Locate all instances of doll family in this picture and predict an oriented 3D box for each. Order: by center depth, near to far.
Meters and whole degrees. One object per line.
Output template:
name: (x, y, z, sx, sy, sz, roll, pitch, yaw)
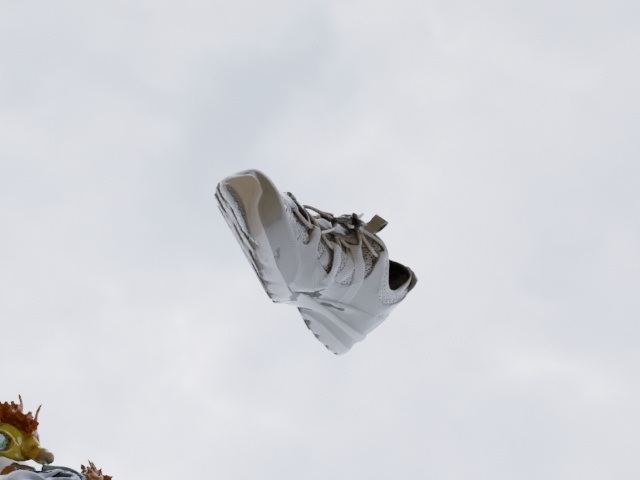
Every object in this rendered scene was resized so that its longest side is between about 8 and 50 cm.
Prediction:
doll family: (-0.282, 0.233, 1.310, 0.263, 0.163, 0.118, 28, -94, 19)

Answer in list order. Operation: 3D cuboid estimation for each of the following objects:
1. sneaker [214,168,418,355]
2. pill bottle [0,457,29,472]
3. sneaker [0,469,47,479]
sneaker: (0.000, 0.000, 1.153, 0.115, 0.281, 0.105, -35, -119, 5)
pill bottle: (-0.289, 0.417, 1.519, 0.210, 0.363, 0.210, -44, -169, 11)
sneaker: (-0.258, 0.235, 0.813, 0.153, 0.099, 0.282, -6, -154, 16)
